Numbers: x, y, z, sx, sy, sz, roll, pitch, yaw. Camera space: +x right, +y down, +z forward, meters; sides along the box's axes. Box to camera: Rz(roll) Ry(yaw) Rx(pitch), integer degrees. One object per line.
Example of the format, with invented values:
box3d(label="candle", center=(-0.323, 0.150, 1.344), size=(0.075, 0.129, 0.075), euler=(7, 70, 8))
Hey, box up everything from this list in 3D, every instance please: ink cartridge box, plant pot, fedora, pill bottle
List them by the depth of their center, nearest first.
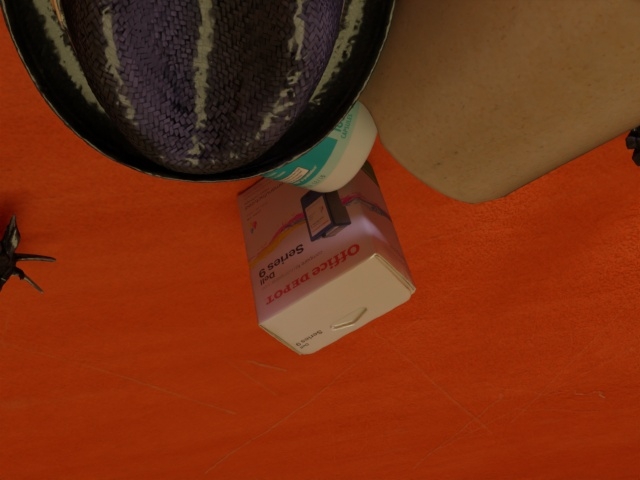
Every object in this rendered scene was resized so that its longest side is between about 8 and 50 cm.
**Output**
box3d(label="fedora", center=(-0.076, -0.168, 0.489), size=(0.334, 0.152, 0.333), euler=(-5, 122, -9))
box3d(label="plant pot", center=(0.193, -0.202, 0.616), size=(0.334, 0.333, 0.305), euler=(18, 140, -32))
box3d(label="pill bottle", center=(-0.083, -0.143, 0.689), size=(0.264, 0.146, 0.146), euler=(13, 131, -28))
box3d(label="ink cartridge box", center=(0.000, 0.000, 0.818), size=(0.154, 0.212, 0.093), euler=(-32, 135, 18))

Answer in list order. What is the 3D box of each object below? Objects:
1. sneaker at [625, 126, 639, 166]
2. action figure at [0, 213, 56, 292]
box3d(label="sneaker", center=(0.485, -0.228, 0.806), size=(0.146, 0.134, 0.343), euler=(-12, 141, -43))
box3d(label="action figure", center=(-0.436, 0.016, 0.771), size=(0.276, 0.141, 0.164), euler=(-2, 135, -54))
